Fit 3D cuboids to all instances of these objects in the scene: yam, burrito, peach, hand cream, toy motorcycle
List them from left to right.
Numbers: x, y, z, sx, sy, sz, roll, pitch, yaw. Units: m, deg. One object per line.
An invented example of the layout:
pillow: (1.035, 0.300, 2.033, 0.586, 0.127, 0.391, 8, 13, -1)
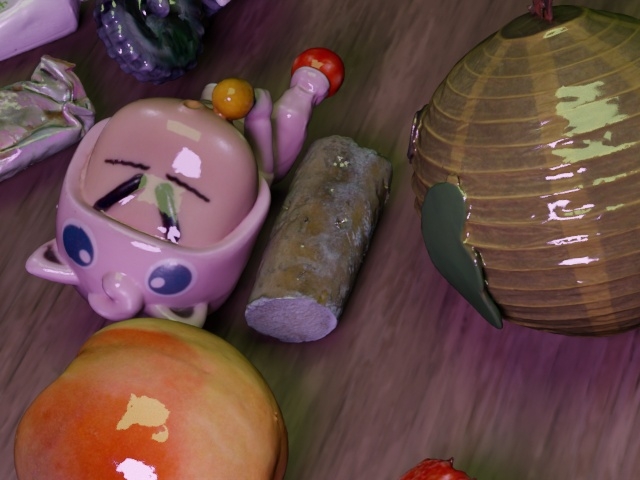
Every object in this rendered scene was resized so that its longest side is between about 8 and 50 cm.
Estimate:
burrito: (-0.322, -0.055, 1.511, 0.309, 0.066, 0.096, -28, 55, -18)
hand cream: (-0.344, -0.174, 1.629, 0.336, 0.076, 0.121, -21, 48, -7)
peach: (-0.108, 0.142, 1.256, 0.184, 0.184, 0.184, -1, 48, 2)
toy motorcycle: (-0.116, -0.273, 1.609, 0.188, 0.143, 0.327, 48, 45, -10)
yam: (0.000, 0.000, 1.439, 0.078, 0.078, 0.179, 10, 49, 11)

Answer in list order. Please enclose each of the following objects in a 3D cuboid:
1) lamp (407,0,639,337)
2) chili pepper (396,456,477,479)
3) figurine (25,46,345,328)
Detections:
lamp: (0.178, -0.069, 1.351, 0.250, 0.284, 0.250, -13, 23, 6)
chili pepper: (0.020, 0.251, 1.197, 0.253, 0.136, 0.144, -30, 82, -12)
figurine: (-0.103, -0.059, 1.432, 0.176, 0.186, 0.287, 24, 45, 18)
